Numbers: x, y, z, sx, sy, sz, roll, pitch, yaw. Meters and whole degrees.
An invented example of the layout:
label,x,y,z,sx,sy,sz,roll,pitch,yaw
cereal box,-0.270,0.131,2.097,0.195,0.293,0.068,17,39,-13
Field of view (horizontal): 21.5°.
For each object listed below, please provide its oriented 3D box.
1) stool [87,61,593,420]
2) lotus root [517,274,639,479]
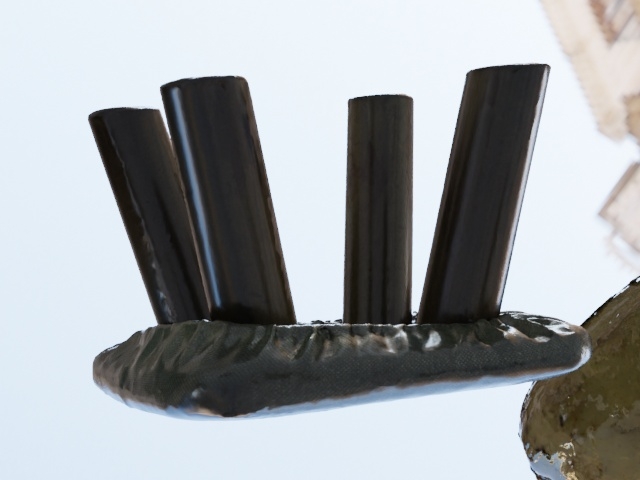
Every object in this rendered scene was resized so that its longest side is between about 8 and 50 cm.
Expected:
label,x,y,z,sx,sy,sz,roll,pitch,yaw
stool,0.000,0.000,1.196,0.310,0.310,0.226,-6,-88,-21
lotus root,0.294,0.114,1.445,0.160,0.284,0.146,47,-163,22
